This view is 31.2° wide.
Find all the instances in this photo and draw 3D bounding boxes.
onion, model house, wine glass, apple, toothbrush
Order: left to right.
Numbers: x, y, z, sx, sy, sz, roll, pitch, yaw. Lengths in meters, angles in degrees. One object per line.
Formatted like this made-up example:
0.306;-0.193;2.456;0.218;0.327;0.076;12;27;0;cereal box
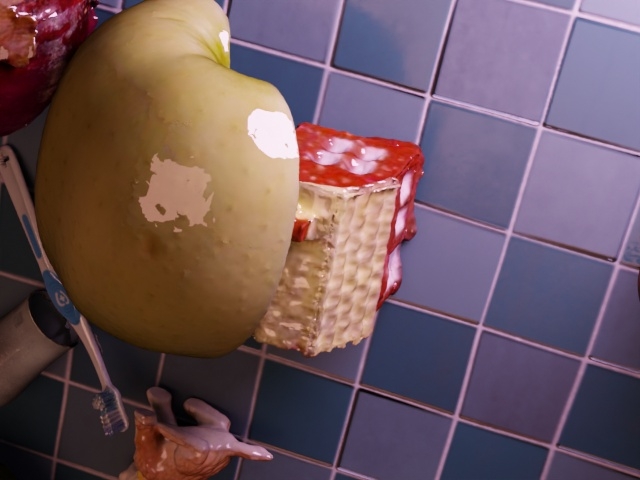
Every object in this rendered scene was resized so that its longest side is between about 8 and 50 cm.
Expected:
-0.434;-0.239;1.195;0.347;0.385;0.348;14;126;20;onion
-0.418;0.160;1.477;0.231;0.103;0.103;-36;97;21;wine glass
-0.320;0.060;1.425;0.040;0.040;0.386;-22;88;21;toothbrush
-0.159;-0.054;1.215;0.311;0.320;0.360;26;123;3;apple
0.000;0.000;1.228;0.160;0.254;0.196;17;111;13;model house

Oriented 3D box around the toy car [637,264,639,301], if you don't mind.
0.476;0.070;1.128;0.340;0.240;0.271;37;116;4;toy car

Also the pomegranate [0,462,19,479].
-0.504;0.411;1.544;0.358;0.216;0.310;23;113;40;pomegranate

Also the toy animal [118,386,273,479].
-0.169;0.306;1.462;0.184;0.104;0.185;23;109;8;toy animal
